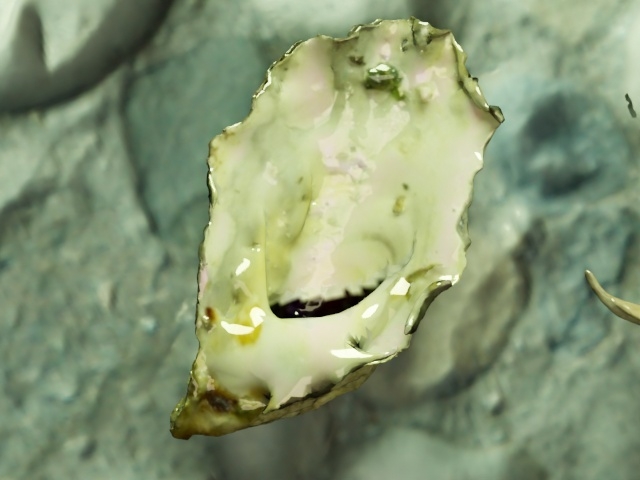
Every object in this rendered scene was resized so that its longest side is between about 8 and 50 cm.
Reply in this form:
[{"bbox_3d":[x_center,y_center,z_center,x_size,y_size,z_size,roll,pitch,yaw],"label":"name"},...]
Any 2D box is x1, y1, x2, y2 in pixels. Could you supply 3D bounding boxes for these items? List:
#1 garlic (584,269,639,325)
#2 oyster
[{"bbox_3d":[0.249,-0.037,0.860,0.164,0.145,0.245,34,99,20],"label":"garlic"},{"bbox_3d":[0.009,-0.003,0.864,0.133,0.072,0.209,8,81,-2],"label":"oyster"}]
